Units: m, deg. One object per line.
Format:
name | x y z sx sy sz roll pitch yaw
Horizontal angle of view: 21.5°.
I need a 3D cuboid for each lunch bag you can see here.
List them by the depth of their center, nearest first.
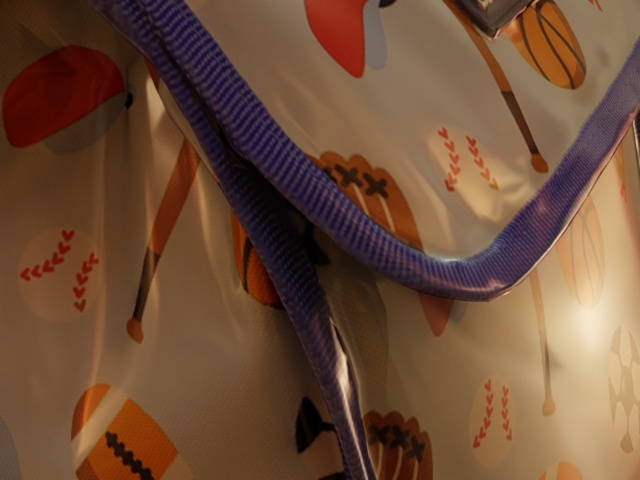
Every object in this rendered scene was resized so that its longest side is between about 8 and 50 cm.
lunch bag | 0.000 0.000 0.625 0.239 0.328 0.385 -3 -67 26
